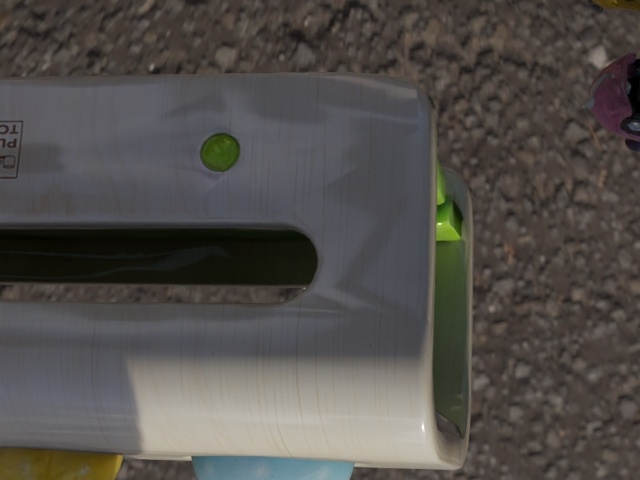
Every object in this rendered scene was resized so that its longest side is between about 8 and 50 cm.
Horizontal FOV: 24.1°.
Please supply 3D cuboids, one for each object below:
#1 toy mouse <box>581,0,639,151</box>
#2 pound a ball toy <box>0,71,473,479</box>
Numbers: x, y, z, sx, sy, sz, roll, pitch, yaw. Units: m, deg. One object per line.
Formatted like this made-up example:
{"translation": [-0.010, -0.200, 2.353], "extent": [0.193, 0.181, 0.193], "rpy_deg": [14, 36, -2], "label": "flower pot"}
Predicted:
{"translation": [0.168, -0.087, 0.764], "extent": [0.031, 0.161, 0.143], "rpy_deg": [-13, 122, 39], "label": "toy mouse"}
{"translation": [-0.121, 0.019, 0.467], "extent": [0.319, 0.208, 0.136], "rpy_deg": [0, 80, 11], "label": "pound a ball toy"}
